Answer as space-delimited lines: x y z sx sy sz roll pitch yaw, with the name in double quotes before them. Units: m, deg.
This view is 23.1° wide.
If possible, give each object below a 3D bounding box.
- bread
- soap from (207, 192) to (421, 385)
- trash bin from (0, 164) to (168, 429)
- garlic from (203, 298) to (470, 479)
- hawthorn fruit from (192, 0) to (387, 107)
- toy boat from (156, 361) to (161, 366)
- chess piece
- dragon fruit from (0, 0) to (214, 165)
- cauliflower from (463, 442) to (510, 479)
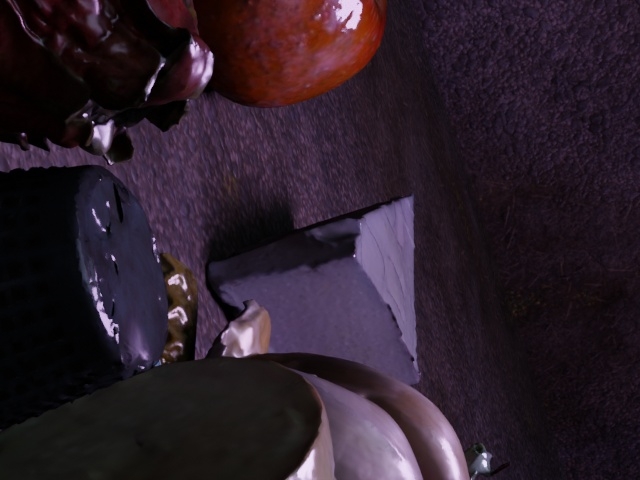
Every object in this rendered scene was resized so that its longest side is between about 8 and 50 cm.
"bread" -0.127 0.072 1.247 0.066 0.060 0.110 110 -19 -53
"soap" 0.000 0.000 1.635 0.258 0.159 0.302 59 20 -44
"trash bin" -0.178 0.031 0.876 0.175 0.161 0.175 -15 90 -75
"garlic" -0.014 0.184 1.196 0.292 0.210 0.237 37 12 29
"hawthorn fruit" -0.038 -0.261 1.592 0.235 0.263 0.231 -27 81 -49
"toy boat" -0.137 0.151 1.074 0.102 0.088 0.215 50 28 -68
"chess piece" -0.066 0.314 0.942 0.234 0.234 0.442 -72 152 -65
"dragon fruit" -0.181 -0.166 0.835 0.299 0.244 0.244 39 3 18
"cauliflower" 0.051 0.254 1.358 0.315 0.239 0.256 127 -31 -45
